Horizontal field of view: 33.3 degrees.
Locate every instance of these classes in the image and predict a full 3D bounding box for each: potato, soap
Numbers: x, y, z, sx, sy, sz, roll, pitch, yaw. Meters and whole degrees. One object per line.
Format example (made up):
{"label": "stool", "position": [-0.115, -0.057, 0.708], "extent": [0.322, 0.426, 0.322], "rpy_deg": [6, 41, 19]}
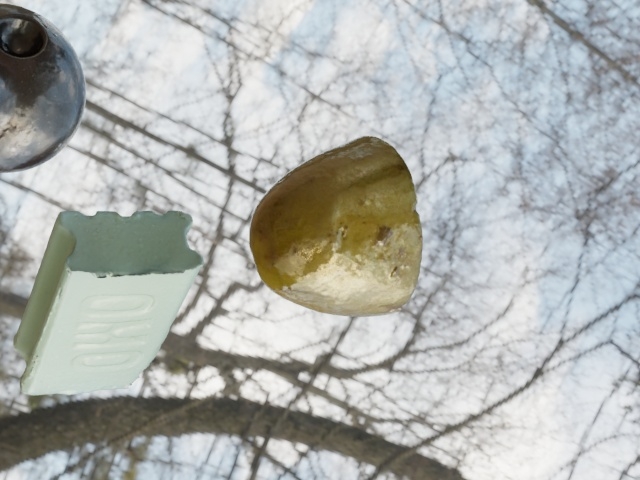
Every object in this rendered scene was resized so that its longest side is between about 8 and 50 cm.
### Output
{"label": "potato", "position": [0.000, 0.000, 1.156], "extent": [0.178, 0.158, 0.203], "rpy_deg": [48, -38, 36]}
{"label": "soap", "position": [-0.183, 0.056, 0.897], "extent": [0.198, 0.115, 0.063], "rpy_deg": [-57, -138, 47]}

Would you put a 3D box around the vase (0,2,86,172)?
{"label": "vase", "position": [-0.233, -0.099, 0.719], "extent": [0.120, 0.120, 0.183], "rpy_deg": [-55, 180, 14]}
